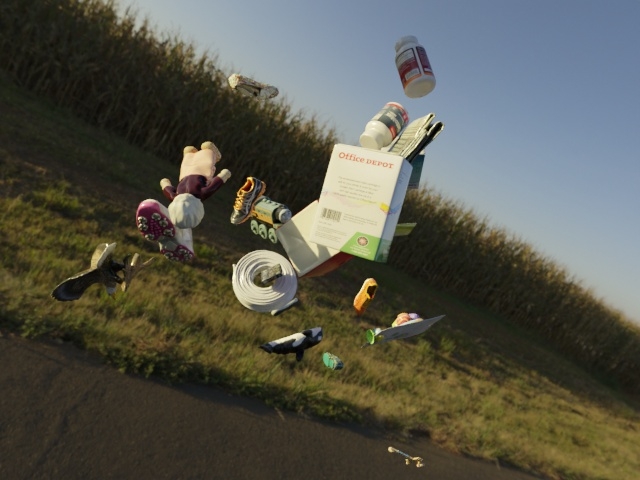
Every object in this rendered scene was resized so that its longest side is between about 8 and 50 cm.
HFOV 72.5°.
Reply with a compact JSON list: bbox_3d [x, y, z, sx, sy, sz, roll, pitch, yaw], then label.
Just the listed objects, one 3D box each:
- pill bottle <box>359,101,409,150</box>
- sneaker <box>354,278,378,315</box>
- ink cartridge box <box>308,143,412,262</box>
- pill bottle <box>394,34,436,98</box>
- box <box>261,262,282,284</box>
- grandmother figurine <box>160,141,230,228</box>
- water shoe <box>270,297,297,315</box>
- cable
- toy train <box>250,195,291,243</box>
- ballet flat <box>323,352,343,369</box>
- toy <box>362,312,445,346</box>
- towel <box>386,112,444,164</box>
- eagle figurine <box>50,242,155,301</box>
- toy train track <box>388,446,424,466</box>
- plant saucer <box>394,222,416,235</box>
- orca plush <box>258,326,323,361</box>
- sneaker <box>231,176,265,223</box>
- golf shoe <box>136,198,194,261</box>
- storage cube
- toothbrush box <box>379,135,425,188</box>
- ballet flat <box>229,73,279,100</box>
[{"bbox_3d":[0.222,-0.391,1.529,0.108,0.180,0.108,33,-24,17],"label":"pill bottle"},{"bbox_3d":[0.188,0.245,1.838,0.064,0.175,0.067,12,21,-17],"label":"sneaker"},{"bbox_3d":[0.110,-0.100,1.182,0.201,0.278,0.117,17,3,25],"label":"ink cartridge box"},{"bbox_3d":[0.251,-0.469,1.174,0.086,0.086,0.152,17,56,-57],"label":"pill bottle"},{"bbox_3d":[-0.190,0.129,1.692,0.018,0.083,0.067,61,6,-32],"label":"box"},{"bbox_3d":[-0.358,-0.160,1.254,0.342,0.208,0.104,-92,160,-48],"label":"grandmother figurine"},{"bbox_3d":[-0.193,0.320,2.250,0.080,0.073,0.203,48,28,14],"label":"water shoe"},{"bbox_3d":[-0.223,0.158,1.754,0.257,0.089,0.257,-6,57,-9],"label":"cable"},{"bbox_3d":[-0.250,-0.111,2.162,0.142,0.190,0.334,-23,29,-32],"label":"toy train"},{"bbox_3d":[0.064,0.575,2.064,0.070,0.070,0.188,28,-6,-12],"label":"ballet flat"},{"bbox_3d":[0.243,0.258,1.324,0.237,0.137,0.056,-10,62,-27],"label":"toy"},{"bbox_3d":[0.243,-0.271,1.406,0.056,0.312,0.324,40,10,-10],"label":"towel"},{"bbox_3d":[-0.792,0.119,1.563,0.299,0.225,0.226,3,-5,16],"label":"eagle figurine"},{"bbox_3d":[0.177,0.451,0.900,0.083,0.048,0.014,30,51,-7],"label":"toy train track"},{"bbox_3d":[0.249,-0.037,1.692,0.188,0.045,0.188,-3,2,40],"label":"plant saucer"},{"bbox_3d":[-0.094,0.421,1.709,0.287,0.151,0.102,2,62,-52],"label":"orca plush"},{"bbox_3d":[-0.315,-0.168,1.806,0.084,0.214,0.083,22,-11,35],"label":"sneaker"},{"bbox_3d":[-0.495,-0.052,1.403,0.115,0.140,0.306,-5,-32,3],"label":"golf shoe"},{"bbox_3d":[0.000,0.000,1.429,0.183,0.215,0.193,62,21,13],"label":"storage cube"},{"bbox_3d":[0.407,-0.392,2.230,0.217,0.126,0.295,0,-29,6],"label":"toothbrush box"},{"bbox_3d":[-0.300,-0.676,1.970,0.241,0.077,0.091,8,-26,-29],"label":"ballet flat"}]
